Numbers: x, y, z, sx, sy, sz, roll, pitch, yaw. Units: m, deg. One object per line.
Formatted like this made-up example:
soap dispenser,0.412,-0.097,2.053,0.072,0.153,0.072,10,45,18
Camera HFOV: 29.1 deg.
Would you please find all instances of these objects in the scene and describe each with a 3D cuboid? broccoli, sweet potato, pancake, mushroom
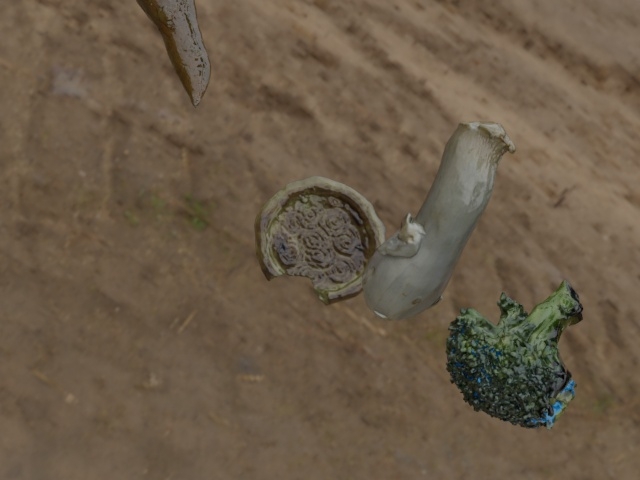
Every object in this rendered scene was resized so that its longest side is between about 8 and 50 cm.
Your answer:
broccoli,0.206,0.110,1.242,0.154,0.160,0.167,49,-1,26
sweet potato,-0.171,-0.265,1.348,0.067,0.067,0.273,-7,69,-51
pancake,0.000,0.000,2.112,0.235,0.211,0.029,17,8,-1
mushroom,0.134,-0.017,1.404,0.099,0.278,0.096,27,30,-2
